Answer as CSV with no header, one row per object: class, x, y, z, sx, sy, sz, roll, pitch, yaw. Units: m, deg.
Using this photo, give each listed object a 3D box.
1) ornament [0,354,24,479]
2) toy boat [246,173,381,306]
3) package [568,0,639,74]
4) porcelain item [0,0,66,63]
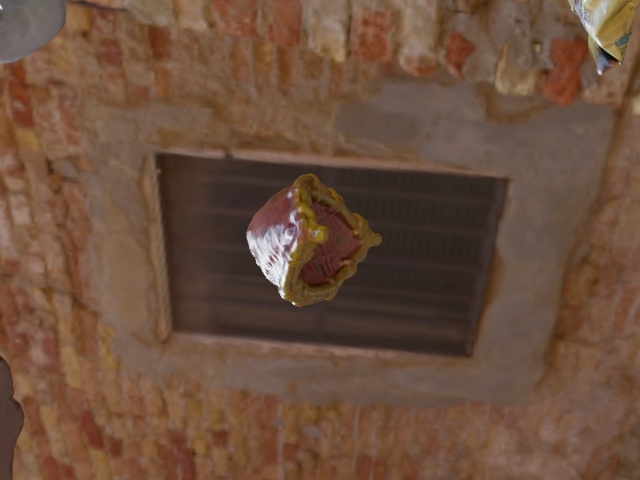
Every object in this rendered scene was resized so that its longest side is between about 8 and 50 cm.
ornament,-0.340,0.119,0.654,0.221,0.217,0.235,-63,-17,10
toy boat,-0.007,0.000,1.057,0.318,0.099,0.141,7,-92,-77
package,0.167,-0.179,0.598,0.121,0.031,0.108,81,-179,-48
porcelain item,-0.360,-0.382,0.958,0.178,0.242,0.405,-36,60,45
